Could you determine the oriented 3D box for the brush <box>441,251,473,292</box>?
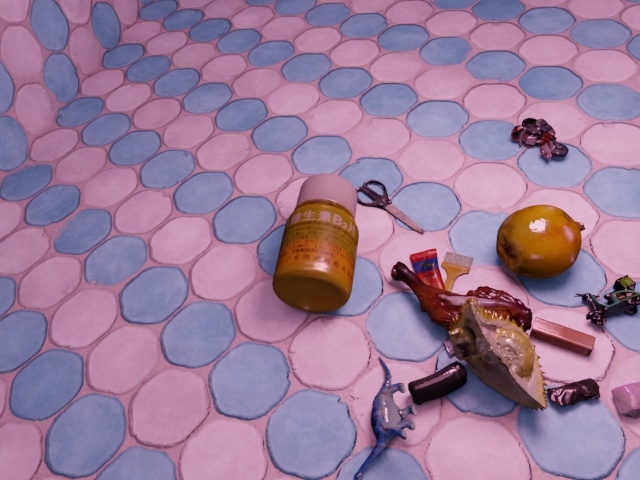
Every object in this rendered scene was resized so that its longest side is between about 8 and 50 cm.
[{"bbox_3d":[0.374,0.120,1.491,0.083,0.011,0.205,15,57,23],"label":"brush"}]

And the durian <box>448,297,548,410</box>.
[{"bbox_3d":[0.407,0.261,1.228,0.172,0.306,0.166,-29,8,23],"label":"durian"}]

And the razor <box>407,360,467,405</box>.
[{"bbox_3d":[0.288,0.353,1.272,0.148,0.090,0.054,-23,50,-4],"label":"razor"}]

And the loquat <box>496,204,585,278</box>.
[{"bbox_3d":[0.617,-0.007,1.425,0.246,0.213,0.213,-19,51,-7],"label":"loquat"}]

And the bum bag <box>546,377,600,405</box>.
[{"bbox_3d":[0.606,0.363,1.234,0.125,0.034,0.057,-17,37,-2],"label":"bum bag"}]

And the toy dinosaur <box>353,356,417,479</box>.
[{"bbox_3d":[0.169,0.424,1.246,0.144,0.076,0.329,-19,43,40],"label":"toy dinosaur"}]

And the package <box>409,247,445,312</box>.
[{"bbox_3d":[0.315,0.112,1.497,0.083,0.022,0.200,-13,52,11],"label":"package"}]

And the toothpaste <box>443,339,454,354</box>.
[{"bbox_3d":[0.412,0.257,1.363,0.170,0.028,0.045,-19,52,-1],"label":"toothpaste"}]

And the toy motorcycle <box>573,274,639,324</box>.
[{"bbox_3d":[0.758,0.160,1.352,0.173,0.058,0.100,-21,44,-7],"label":"toy motorcycle"}]

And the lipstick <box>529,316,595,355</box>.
[{"bbox_3d":[0.617,0.245,1.319,0.146,0.045,0.045,19,60,23],"label":"lipstick"}]

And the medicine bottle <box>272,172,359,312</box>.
[{"bbox_3d":[0.000,0.000,1.526,0.225,0.224,0.384,1,51,12],"label":"medicine bottle"}]

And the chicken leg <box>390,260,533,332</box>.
[{"bbox_3d":[0.354,0.159,1.382,0.407,0.095,0.158,18,56,30],"label":"chicken leg"}]

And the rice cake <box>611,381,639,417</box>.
[{"bbox_3d":[0.861,0.333,1.194,0.365,0.056,0.072,-15,53,0],"label":"rice cake"}]

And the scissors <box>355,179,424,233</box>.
[{"bbox_3d":[0.232,-0.106,1.693,0.109,0.022,0.300,-39,56,-14],"label":"scissors"}]

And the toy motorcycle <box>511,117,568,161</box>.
[{"bbox_3d":[0.730,-0.342,1.739,0.123,0.082,0.213,-21,50,-7],"label":"toy motorcycle"}]
